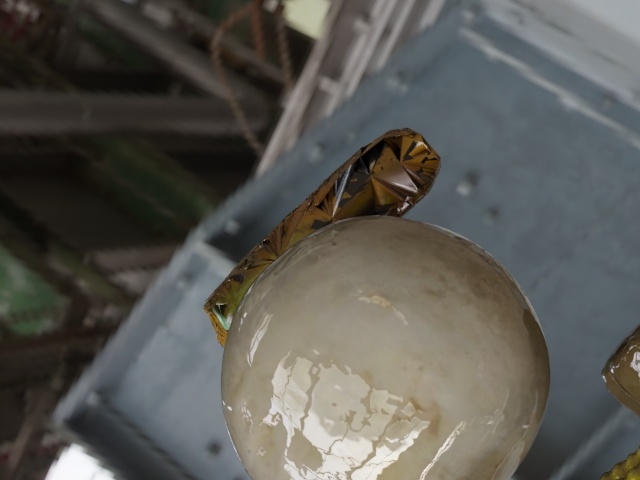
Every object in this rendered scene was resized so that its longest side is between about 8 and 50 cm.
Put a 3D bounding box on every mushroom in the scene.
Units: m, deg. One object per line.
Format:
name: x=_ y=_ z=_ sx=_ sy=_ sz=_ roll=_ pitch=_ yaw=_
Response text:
mushroom: x=0.047 y=0.076 z=1.109 sx=0.206 sy=0.206 sz=0.209 roll=30 pitch=-143 yaw=11

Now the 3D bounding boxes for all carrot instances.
carrot: x=0.000 y=-0.001 z=1.412 sx=0.069 sy=0.228 sz=0.069 roll=47 pitch=173 yaw=7

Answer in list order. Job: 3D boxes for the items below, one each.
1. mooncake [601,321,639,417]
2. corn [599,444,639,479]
mooncake: x=0.374 y=0.055 z=1.275 sx=0.187 sy=0.324 sz=0.324 roll=51 pitch=-156 yaw=8
corn: x=0.114 y=0.120 z=0.621 sx=0.080 sy=0.231 sz=0.080 roll=39 pitch=-159 yaw=-18
